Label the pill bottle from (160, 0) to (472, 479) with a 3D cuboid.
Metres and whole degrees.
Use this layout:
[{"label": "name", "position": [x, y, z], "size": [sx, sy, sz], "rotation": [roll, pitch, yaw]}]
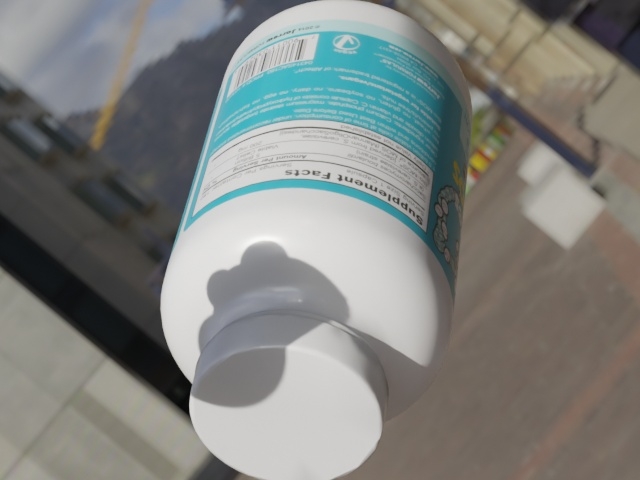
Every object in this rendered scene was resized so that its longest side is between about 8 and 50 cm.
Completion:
[{"label": "pill bottle", "position": [0.000, 0.000, 0.919], "size": [0.146, 0.146, 0.264], "rotation": [-51, 17, 37]}]
